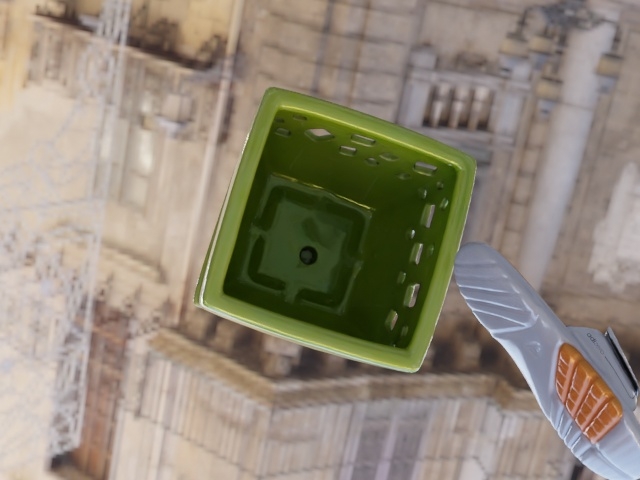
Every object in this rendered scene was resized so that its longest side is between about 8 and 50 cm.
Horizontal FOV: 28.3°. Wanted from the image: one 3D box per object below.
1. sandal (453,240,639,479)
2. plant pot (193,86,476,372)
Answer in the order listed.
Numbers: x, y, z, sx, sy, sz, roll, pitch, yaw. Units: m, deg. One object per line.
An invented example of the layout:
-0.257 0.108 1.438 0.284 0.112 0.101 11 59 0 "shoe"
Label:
0.230 0.098 1.172 0.076 0.102 0.265 -32 -96 -30 "sandal"
0.000 0.000 1.292 0.227 0.228 0.207 19 170 -11 "plant pot"
